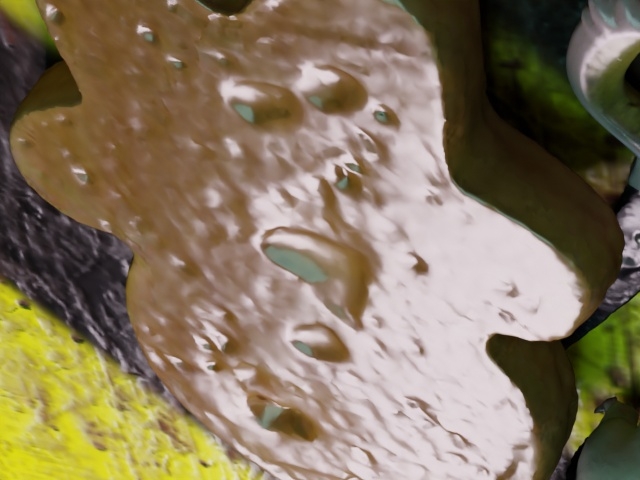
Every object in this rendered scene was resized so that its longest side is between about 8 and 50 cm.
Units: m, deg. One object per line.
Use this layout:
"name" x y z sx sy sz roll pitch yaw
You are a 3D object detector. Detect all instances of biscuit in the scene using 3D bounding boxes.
"biscuit" 0.001 -0.002 0.832 0.275 0.052 0.355 12 142 29

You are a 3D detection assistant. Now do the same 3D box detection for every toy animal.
"toy animal" 0.157 0.088 0.832 0.071 0.085 0.124 47 136 3

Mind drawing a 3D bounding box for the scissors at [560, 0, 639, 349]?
"scissors" 0.138 -0.016 0.761 0.160 0.024 0.317 30 145 -7
